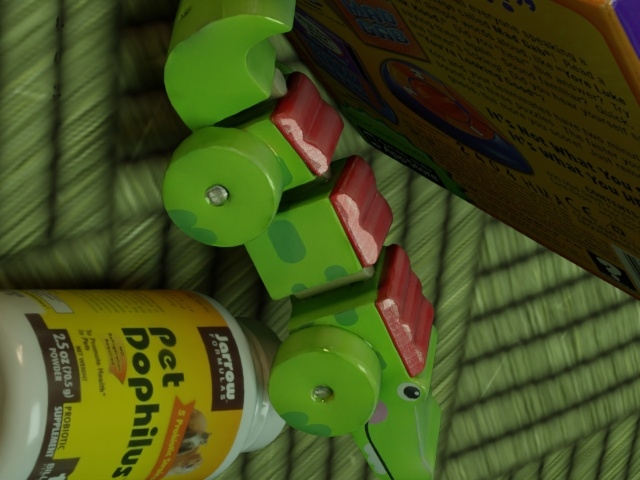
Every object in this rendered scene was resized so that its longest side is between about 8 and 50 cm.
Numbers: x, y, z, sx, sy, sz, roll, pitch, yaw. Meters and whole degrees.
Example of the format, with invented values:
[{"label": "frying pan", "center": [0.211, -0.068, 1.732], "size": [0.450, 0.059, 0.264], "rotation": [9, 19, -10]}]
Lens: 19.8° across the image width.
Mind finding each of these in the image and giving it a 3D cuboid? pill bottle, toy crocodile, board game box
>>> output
[{"label": "pill bottle", "center": [-0.119, 0.086, 1.049], "size": [0.215, 0.117, 0.117], "rotation": [1, 114, -46]}, {"label": "toy crocodile", "center": [0.000, 0.000, 1.052], "size": [0.341, 0.105, 0.115], "rotation": [63, 23, -25]}, {"label": "board game box", "center": [0.178, -0.210, 0.969], "size": [0.356, 0.356, 0.356], "rotation": [-51, 141, -8]}]
